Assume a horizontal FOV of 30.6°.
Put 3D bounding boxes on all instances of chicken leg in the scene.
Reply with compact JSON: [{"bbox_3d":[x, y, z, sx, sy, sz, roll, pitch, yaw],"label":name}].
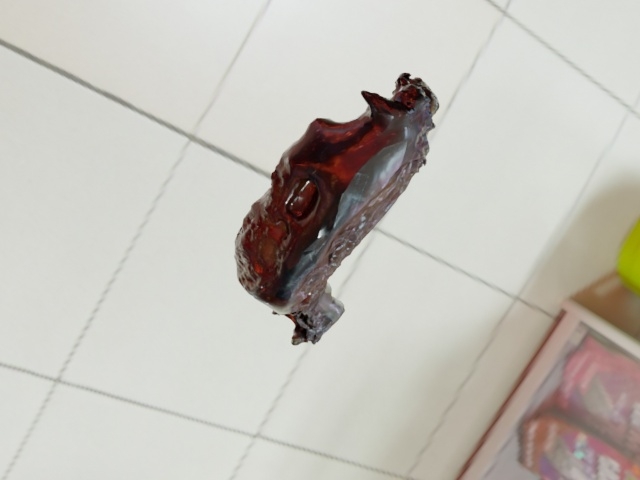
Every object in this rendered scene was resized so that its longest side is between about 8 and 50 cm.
[{"bbox_3d":[0.000,0.000,0.662,0.106,0.051,0.253,-29,160,-28],"label":"chicken leg"}]
